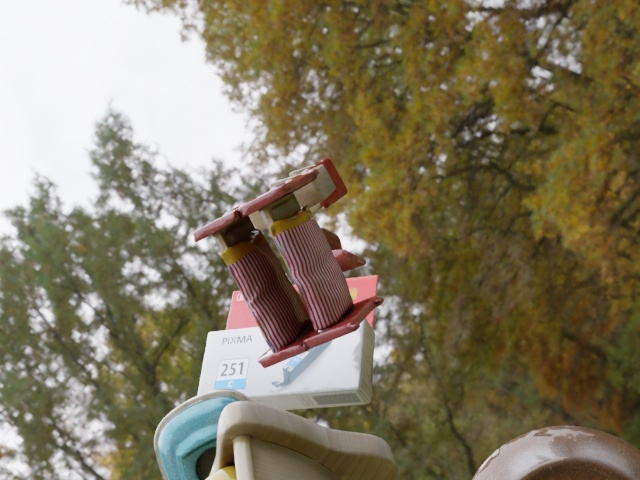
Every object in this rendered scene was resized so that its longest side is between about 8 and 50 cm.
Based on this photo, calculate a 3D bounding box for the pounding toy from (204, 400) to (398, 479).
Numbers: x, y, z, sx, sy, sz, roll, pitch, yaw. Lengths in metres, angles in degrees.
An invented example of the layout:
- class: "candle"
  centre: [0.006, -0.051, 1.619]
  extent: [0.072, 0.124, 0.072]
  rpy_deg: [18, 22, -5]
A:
- class: "pounding toy"
  centre: [-0.057, 0.175, 0.497]
  extent: [0.154, 0.155, 0.270]
  rpy_deg: [5, -49, -17]

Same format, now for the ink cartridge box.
- class: "ink cartridge box"
  centre: [-0.053, 0.166, 1.568]
  extent: [0.066, 0.296, 0.261]
  rpy_deg: [60, -151, -48]

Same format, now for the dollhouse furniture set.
- class: "dollhouse furniture set"
  centre: [0.000, 0.000, 1.254]
  extent: [0.152, 0.201, 0.374]
  rpy_deg: [-25, 6, 25]

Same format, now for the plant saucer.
- class: "plant saucer"
  centre: [0.216, 0.259, 0.766]
  extent: [0.199, 0.198, 0.036]
  rpy_deg: [-57, -13, -5]

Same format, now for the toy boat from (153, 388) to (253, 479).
- class: "toy boat"
  centre: [-0.185, 0.387, 1.328]
  extent: [0.318, 0.268, 0.148]
  rpy_deg: [-32, 10, 3]
